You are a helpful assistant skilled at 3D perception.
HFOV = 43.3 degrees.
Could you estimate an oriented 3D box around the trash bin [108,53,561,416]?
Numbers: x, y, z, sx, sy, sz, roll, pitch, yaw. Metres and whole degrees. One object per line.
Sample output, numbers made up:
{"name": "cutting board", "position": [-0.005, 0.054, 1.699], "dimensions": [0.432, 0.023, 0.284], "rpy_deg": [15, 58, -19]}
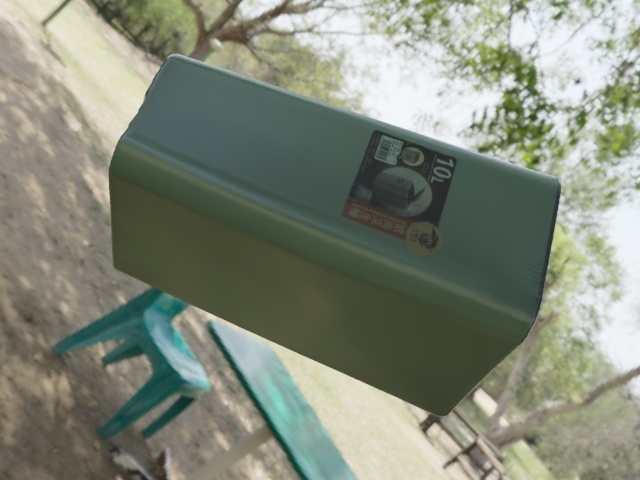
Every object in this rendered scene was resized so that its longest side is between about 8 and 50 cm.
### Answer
{"name": "trash bin", "position": [0.000, 0.000, 0.705], "dimensions": [0.343, 0.158, 0.223], "rpy_deg": [20, -32, -2]}
